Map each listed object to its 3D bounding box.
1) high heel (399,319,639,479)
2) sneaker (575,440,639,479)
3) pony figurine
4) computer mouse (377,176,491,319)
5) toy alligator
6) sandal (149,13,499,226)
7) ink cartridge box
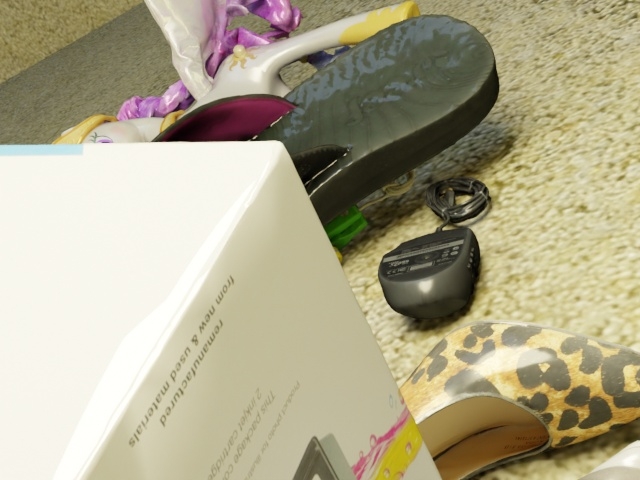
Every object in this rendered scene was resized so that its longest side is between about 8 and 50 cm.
[{"bbox_3d":[0.059,0.140,0.717,0.261,0.093,0.186,-8,47,28],"label":"high heel"},{"bbox_3d":[0.114,0.165,0.523,0.101,0.153,0.268,-37,-23,35],"label":"sneaker"},{"bbox_3d":[-0.079,-0.152,1.354,0.363,0.303,0.351,1,43,30],"label":"pony figurine"},{"bbox_3d":[0.093,0.005,1.027,0.071,0.041,0.242,-13,18,19],"label":"computer mouse"},{"bbox_3d":[0.000,0.000,1.140,0.189,0.056,0.051,-32,-20,-4],"label":"toy alligator"},{"bbox_3d":[-0.059,-0.060,1.065,0.446,0.107,0.167,-38,47,-14],"label":"sandal"},{"bbox_3d":[-0.085,0.124,0.552,0.198,0.270,0.197,2,45,31],"label":"ink cartridge box"}]
